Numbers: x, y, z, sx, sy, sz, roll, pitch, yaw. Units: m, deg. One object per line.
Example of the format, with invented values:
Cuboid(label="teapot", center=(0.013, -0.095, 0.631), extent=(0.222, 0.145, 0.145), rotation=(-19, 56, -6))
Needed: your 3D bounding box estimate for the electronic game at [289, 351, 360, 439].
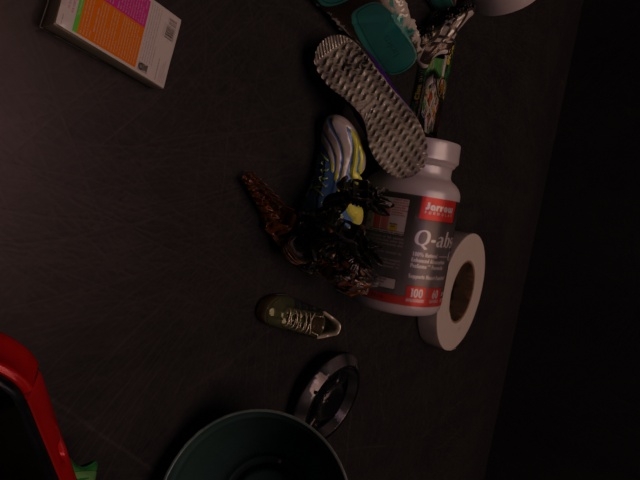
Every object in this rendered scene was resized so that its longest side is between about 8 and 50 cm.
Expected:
Cuboid(label="electronic game", center=(0.013, 0.355, 1.078), extent=(0.229, 0.048, 0.229), rotation=(-27, 128, -41))

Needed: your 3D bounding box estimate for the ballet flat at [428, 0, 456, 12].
Cuboid(label="ballet flat", center=(0.254, -0.596, 1.096), extent=(0.221, 0.077, 0.079), rotation=(0, 83, -58))

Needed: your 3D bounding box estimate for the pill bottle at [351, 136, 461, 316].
Cuboid(label="pill bottle", center=(0.186, -0.035, 1.054), extent=(0.210, 0.210, 0.363), rotation=(0, 100, -54))

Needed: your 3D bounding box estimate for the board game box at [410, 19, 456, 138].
Cuboid(label="board game box", center=(0.283, -0.402, 1.224), extent=(0.136, 0.030, 0.260), rotation=(6, 96, -52))

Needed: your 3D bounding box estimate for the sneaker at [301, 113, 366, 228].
Cuboid(label="sneaker", center=(0.021, -0.107, 0.909), extent=(0.126, 0.091, 0.240), rotation=(-34, 125, -38))

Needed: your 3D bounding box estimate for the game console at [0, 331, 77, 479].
Cuboid(label="game console", center=(-0.404, 0.258, 0.373), extent=(0.386, 0.060, 0.342), rotation=(-15, 119, -25))

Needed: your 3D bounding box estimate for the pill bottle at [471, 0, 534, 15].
Cuboid(label="pill bottle", center=(0.409, -0.754, 1.111), extent=(0.229, 0.229, 0.408), rotation=(-58, 140, -24))

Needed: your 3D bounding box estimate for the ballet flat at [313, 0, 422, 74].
Cuboid(label="ballet flat", center=(0.059, -0.453, 0.847), extent=(0.409, 0.147, 0.147), rotation=(36, 72, -55))

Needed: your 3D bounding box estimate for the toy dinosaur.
Cuboid(label="toy dinosaur", center=(0.000, 0.000, 0.837), extent=(0.322, 0.218, 0.164), rotation=(18, 60, -41))

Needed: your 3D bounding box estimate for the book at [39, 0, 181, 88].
Cuboid(label="book", center=(-0.235, -0.255, 0.564), extent=(0.144, 0.035, 0.096), rotation=(21, 80, -54))

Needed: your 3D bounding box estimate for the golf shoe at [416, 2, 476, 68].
Cuboid(label="golf shoe", center=(0.288, -0.482, 1.134), extent=(0.198, 0.077, 0.094), rotation=(-36, 126, -10))

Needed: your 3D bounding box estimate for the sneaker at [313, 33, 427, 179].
Cuboid(label="sneaker", center=(0.108, -0.258, 0.903), extent=(0.293, 0.102, 0.146), rotation=(54, 22, -17))

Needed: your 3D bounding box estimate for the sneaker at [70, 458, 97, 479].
Cuboid(label="sneaker", center=(-0.363, 0.234, 0.506), extent=(0.295, 0.109, 0.123), rotation=(53, 22, -37))

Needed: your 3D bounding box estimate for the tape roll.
Cuboid(label="tape roll", center=(0.431, 0.162, 1.566), extent=(0.392, 0.072, 0.392), rotation=(-23, 119, -49))

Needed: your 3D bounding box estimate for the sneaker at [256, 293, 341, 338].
Cuboid(label="sneaker", center=(-0.030, 0.148, 0.921), extent=(0.192, 0.086, 0.064), rotation=(27, 79, -53))

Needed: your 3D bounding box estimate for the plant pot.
Cuboid(label="plant pot", center=(-0.098, 0.441, 0.794), extent=(0.293, 0.293, 0.196), rotation=(-60, 167, -22))
